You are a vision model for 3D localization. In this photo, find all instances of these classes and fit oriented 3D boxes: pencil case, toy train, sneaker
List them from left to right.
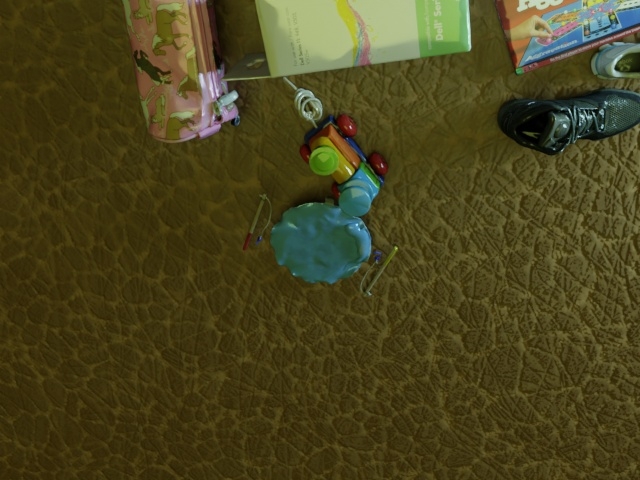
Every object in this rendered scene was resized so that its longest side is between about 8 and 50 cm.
[{"bbox_3d":[-0.225,-0.352,1.065,0.167,0.160,0.386,-3,113,9],"label":"pencil case"},{"bbox_3d":[0.005,-0.154,1.133,0.105,0.143,0.248,-36,106,20],"label":"toy train"},{"bbox_3d":[0.403,-0.183,1.082,0.228,0.130,0.087,-1,116,5],"label":"sneaker"},{"bbox_3d":[0.520,-0.278,1.049,0.191,0.083,0.071,-13,110,11],"label":"sneaker"}]

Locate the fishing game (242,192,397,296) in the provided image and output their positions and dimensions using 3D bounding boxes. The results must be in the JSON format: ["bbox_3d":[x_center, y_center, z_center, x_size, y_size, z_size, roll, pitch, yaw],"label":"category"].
[{"bbox_3d":[0.000,0.000,1.252,0.264,0.041,0.189,19,128,-6],"label":"fishing game"}]

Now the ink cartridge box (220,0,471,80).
[{"bbox_3d":[0.030,-0.331,1.015,0.354,0.207,0.119,-6,115,9],"label":"ink cartridge box"}]

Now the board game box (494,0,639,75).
[{"bbox_3d":[0.417,-0.371,1.050,0.281,0.027,0.145,-18,109,15],"label":"board game box"}]
